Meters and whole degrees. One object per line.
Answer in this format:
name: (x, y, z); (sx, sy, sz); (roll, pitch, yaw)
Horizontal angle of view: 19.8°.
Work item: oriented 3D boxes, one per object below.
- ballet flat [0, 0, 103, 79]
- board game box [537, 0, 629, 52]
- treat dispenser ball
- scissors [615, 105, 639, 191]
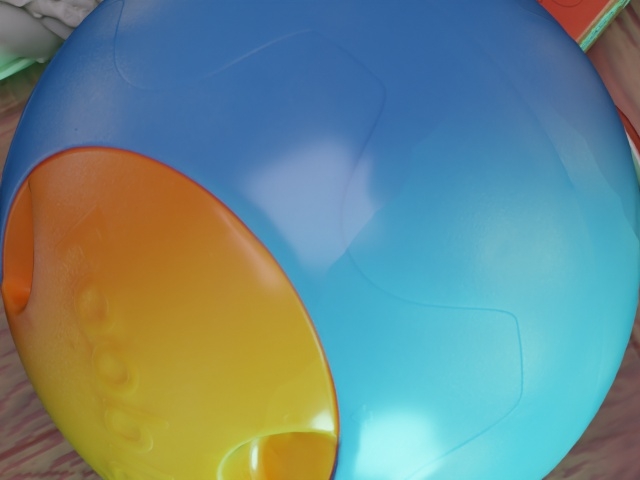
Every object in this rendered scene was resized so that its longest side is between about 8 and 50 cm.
ballet flat: (-0.212, -0.156, 0.963); (0.409, 0.147, 0.147); (12, 81, 8)
board game box: (0.071, -0.261, 0.973); (0.316, 0.064, 0.242); (39, 79, 8)
treat dispenser ball: (0.000, 0.000, 0.828); (0.288, 0.288, 0.288); (0, 80, 2)
scissors: (0.097, -0.112, 0.982); (0.109, 0.021, 0.297); (-16, 79, 2)
